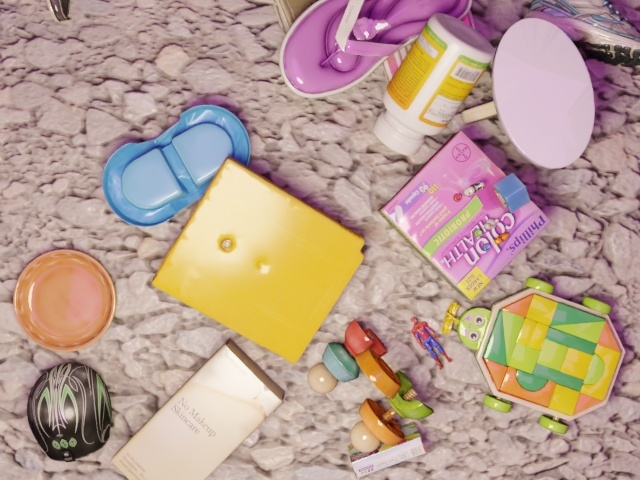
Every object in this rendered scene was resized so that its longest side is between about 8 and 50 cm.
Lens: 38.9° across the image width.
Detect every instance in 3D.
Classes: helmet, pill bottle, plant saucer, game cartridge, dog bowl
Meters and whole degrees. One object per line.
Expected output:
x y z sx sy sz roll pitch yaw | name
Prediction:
-0.477 0.317 1.720 0.169 0.169 0.162 -7 107 0 | helmet
0.201 -0.283 1.683 0.136 0.136 0.246 33 120 0 | pill bottle
-0.496 0.117 1.772 0.200 0.037 0.200 0 91 -1 | plant saucer
-0.112 0.041 1.727 0.323 0.053 0.285 31 98 -12 | game cartridge
-0.273 -0.142 1.752 0.297 0.074 0.166 -29 90 1 | dog bowl

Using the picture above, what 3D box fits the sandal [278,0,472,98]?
0.104 -0.407 1.660 0.416 0.102 0.169 -32 95 -15 | sandal

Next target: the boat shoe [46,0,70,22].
-0.492 -0.524 1.748 0.065 0.075 0.206 -1 86 3 | boat shoe

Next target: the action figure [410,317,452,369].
0.213 0.198 1.777 0.038 0.030 0.115 -37 88 5 | action figure

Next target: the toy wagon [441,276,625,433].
0.403 0.210 1.756 0.344 0.068 0.267 20 90 0 | toy wagon

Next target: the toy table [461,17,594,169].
0.400 -0.265 1.706 0.252 0.161 0.274 -3 90 0 | toy table

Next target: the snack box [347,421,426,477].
0.126 0.401 1.741 0.141 0.100 0.037 -20 95 0 | snack box

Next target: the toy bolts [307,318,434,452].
0.062 0.270 1.686 0.158 0.218 0.228 -42 52 7 | toy bolts

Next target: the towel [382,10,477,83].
0.210 -0.382 1.773 0.197 0.029 0.144 -16 91 3 | towel

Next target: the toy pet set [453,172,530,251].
0.320 -0.058 1.638 0.114 0.065 0.122 -32 90 0 | toy pet set

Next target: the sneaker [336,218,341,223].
0.000 0.000 1.769 0.043 0.040 0.109 37 90 2 | sneaker

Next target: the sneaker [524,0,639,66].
0.535 -0.418 1.732 0.283 0.110 0.122 15 87 0 | sneaker

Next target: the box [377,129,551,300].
0.269 -0.046 1.729 0.213 0.117 0.243 -44 91 0 | box

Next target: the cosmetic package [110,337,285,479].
-0.231 0.354 1.737 0.160 0.113 0.309 44 91 0 | cosmetic package

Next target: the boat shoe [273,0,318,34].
-0.046 -0.460 1.728 0.113 0.103 0.302 -13 89 -17 | boat shoe
